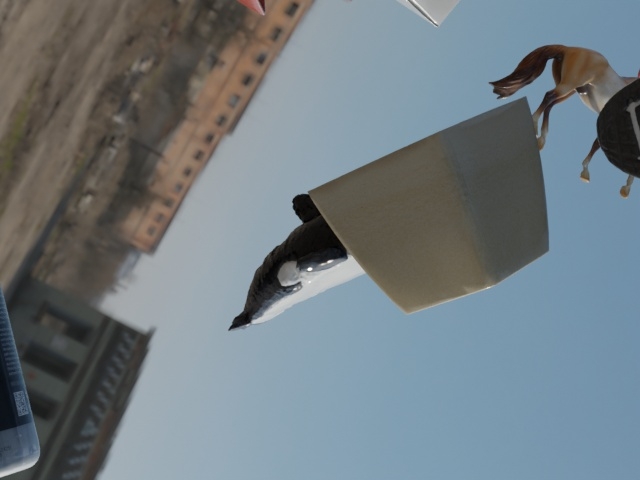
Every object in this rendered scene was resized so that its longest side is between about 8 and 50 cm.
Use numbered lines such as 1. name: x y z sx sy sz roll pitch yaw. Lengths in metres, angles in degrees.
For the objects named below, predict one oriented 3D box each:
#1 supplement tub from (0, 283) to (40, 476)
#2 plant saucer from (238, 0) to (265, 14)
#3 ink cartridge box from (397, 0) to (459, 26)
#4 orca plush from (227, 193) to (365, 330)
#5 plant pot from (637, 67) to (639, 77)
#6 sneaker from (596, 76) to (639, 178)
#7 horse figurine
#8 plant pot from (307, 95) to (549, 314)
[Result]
1. supplement tub: -0.443 0.124 1.347 0.193 0.194 0.316 152 -75 -73
2. plant saucer: -0.114 -0.410 1.322 0.258 0.048 0.259 53 31 -77
3. ink cartridge box: 0.114 -0.496 1.819 0.198 0.197 0.270 -50 -134 7
4. orca plush: 0.000 0.000 1.311 0.287 0.151 0.102 -38 -115 50
5. plant pot: 0.564 -0.228 1.655 0.174 0.191 0.191 -41 -178 -21
6. sneaker: 0.395 -0.128 1.060 0.300 0.111 0.121 -15 -176 25
7. horse figurine: 0.346 -0.175 1.537 0.066 0.263 0.174 1 -115 64
8. plant pot: 0.079 -0.017 0.735 0.109 0.096 0.109 -23 -179 41
